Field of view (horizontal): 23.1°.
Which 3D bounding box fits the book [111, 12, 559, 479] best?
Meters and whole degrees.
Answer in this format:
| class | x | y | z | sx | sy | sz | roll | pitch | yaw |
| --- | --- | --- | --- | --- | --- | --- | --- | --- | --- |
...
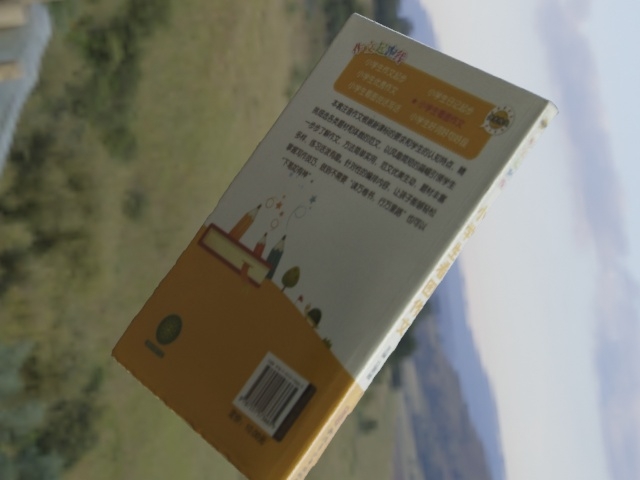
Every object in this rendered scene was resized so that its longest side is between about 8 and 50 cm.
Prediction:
| class | x | y | z | sx | sy | sz | roll | pitch | yaw |
| --- | --- | --- | --- | --- | --- | --- | --- | --- | --- |
| book | 0.000 | 0.000 | 1.016 | 0.020 | 0.295 | 0.208 | 37 | -2 | -42 |
